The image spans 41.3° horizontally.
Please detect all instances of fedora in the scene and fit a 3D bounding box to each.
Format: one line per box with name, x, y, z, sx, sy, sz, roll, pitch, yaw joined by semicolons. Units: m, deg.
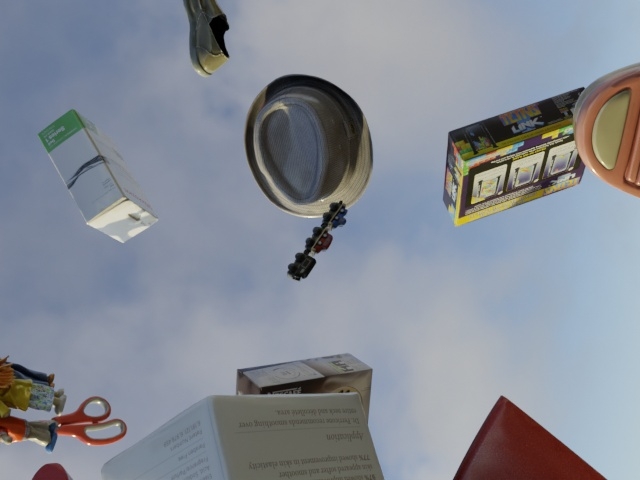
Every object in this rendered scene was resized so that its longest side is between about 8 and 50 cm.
fedora;-0.034;-0.160;1.535;0.124;0.243;0.276;-51;-44;-69

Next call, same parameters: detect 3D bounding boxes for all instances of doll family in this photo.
doll family;-0.504;0.227;1.357;0.163;0.263;0.118;21;-86;-29

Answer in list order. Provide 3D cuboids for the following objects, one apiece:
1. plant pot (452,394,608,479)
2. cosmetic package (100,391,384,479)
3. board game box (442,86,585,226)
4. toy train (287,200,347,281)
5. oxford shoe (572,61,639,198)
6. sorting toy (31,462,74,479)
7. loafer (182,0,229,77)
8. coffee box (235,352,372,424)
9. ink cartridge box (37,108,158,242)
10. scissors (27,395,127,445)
plant pot;0.336;0.456;1.435;0.236;0.267;0.267;-48;-20;-9
cosmetic package;-0.098;0.479;1.327;0.329;0.327;0.394;11;-127;-44
board game box;0.232;-0.096;1.000;0.141;0.170;0.048;83;167;-60
toy train;0.000;0.000;1.310;0.158;0.036;0.027;-56;-13;-27
oxford shoe;0.379;-0.109;0.751;0.146;0.396;0.141;-123;36;-58
sorting toy;-0.599;0.697;1.915;0.126;0.127;0.366;39;-133;-50
loafer;-0.236;-0.480;1.846;0.094;0.087;0.251;14;-114;-64
coffee box;-0.039;0.369;1.946;0.297;0.119;0.168;-3;-75;-31
ink cartridge box;-0.421;-0.119;1.620;0.092;0.219;0.160;-34;-19;3
scissors;-0.498;0.353;1.586;0.297;0.109;0.021;-1;-42;-49
